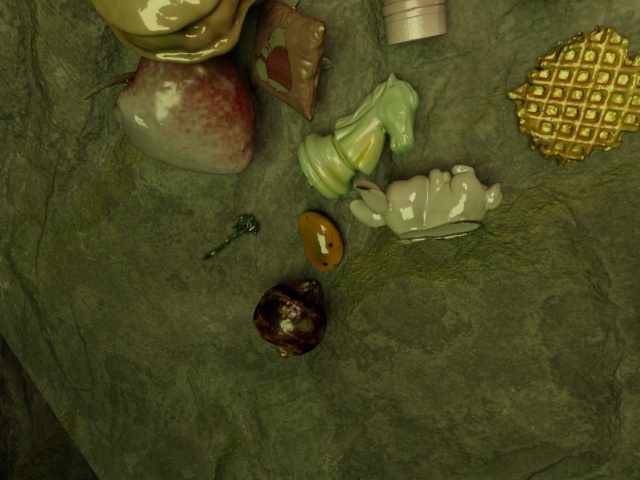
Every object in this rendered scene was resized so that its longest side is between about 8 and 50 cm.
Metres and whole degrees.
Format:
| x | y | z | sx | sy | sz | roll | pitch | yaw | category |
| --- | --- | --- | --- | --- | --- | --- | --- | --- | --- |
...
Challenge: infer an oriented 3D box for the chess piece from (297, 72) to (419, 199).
| x | y | z | sx | sy | sz | roll | pitch | yaw | category |
| --- | --- | --- | --- | --- | --- | --- | --- | --- | --- |
| 0.103 | -0.238 | 0.989 | 0.298 | 0.176 | 0.176 | -33 | 100 | 24 | chess piece |

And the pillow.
| x | y | z | sx | sy | sz | roll | pitch | yaw | category |
| --- | --- | --- | --- | --- | --- | --- | --- | --- | --- |
| -0.080 | -0.416 | 0.971 | 0.236 | 0.084 | 0.223 | 42 | 139 | 30 | pillow |

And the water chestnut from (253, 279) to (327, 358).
| x | y | z | sx | sy | sz | roll | pitch | yaw | category |
| --- | --- | --- | --- | --- | --- | --- | --- | --- | --- |
| -0.079 | 0.214 | 1.248 | 0.223 | 0.224 | 0.238 | 31 | 84 | 3 | water chestnut |

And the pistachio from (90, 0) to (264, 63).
| x | y | z | sx | sy | sz | roll | pitch | yaw | category |
| --- | --- | --- | --- | --- | --- | --- | --- | --- | --- |
| -0.263 | -0.544 | 0.843 | 0.365 | 0.446 | 0.281 | 0 | 156 | 3 | pistachio |

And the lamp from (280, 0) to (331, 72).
| x | y | z | sx | sy | sz | roll | pitch | yaw | category |
| --- | --- | --- | --- | --- | --- | --- | --- | --- | --- |
| -0.036 | -0.493 | 0.993 | 0.050 | 0.056 | 0.198 | -21 | 95 | 28 | lamp |

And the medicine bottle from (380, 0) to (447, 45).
| x | y | z | sx | sy | sz | roll | pitch | yaw | category |
| --- | --- | --- | --- | --- | --- | --- | --- | --- | --- |
| 0.176 | -0.529 | 0.838 | 0.133 | 0.133 | 0.250 | -2 | 114 | 20 | medicine bottle |

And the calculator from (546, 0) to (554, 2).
| x | y | z | sx | sy | sz | roll | pitch | yaw | category |
| --- | --- | --- | --- | --- | --- | --- | --- | --- | --- |
| 0.403 | -0.590 | 0.710 | 0.220 | 0.048 | 0.330 | -25 | 97 | -9 | calculator |

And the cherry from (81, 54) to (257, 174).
| x | y | z | sx | sy | sz | roll | pitch | yaw | category |
| --- | --- | --- | --- | --- | --- | --- | --- | --- | --- |
| -0.325 | -0.307 | 1.030 | 0.326 | 0.291 | 0.335 | -10 | 135 | 21 | cherry |

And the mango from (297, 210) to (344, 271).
| x | y | z | sx | sy | sz | roll | pitch | yaw | category |
| --- | --- | --- | --- | --- | --- | --- | --- | --- | --- |
| 0.003 | 0.001 | 1.179 | 0.115 | 0.090 | 0.178 | -9 | 103 | 31 | mango |

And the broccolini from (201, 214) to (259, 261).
| x | y | z | sx | sy | sz | roll | pitch | yaw | category |
| --- | --- | --- | --- | --- | --- | --- | --- | --- | --- |
| -0.289 | 0.002 | 1.300 | 0.254 | 0.057 | 0.071 | -35 | 57 | 26 | broccolini |

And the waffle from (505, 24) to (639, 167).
| x | y | z | sx | sy | sz | roll | pitch | yaw | category |
| --- | --- | --- | --- | --- | --- | --- | --- | --- | --- |
| 0.534 | -0.287 | 0.877 | 0.245 | 0.052 | 0.254 | -31 | 102 | 30 | waffle |

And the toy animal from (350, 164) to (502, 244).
| x | y | z | sx | sy | sz | roll | pitch | yaw | category |
| --- | --- | --- | --- | --- | --- | --- | --- | --- | --- |
| 0.237 | -0.083 | 0.998 | 0.325 | 0.208 | 0.154 | -1 | 71 | -1 | toy animal |
